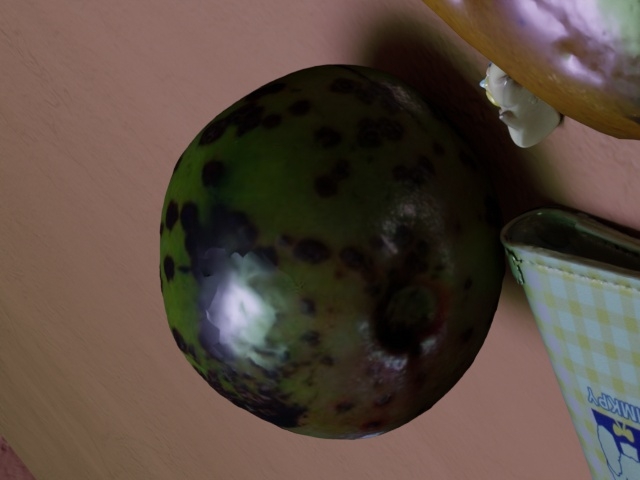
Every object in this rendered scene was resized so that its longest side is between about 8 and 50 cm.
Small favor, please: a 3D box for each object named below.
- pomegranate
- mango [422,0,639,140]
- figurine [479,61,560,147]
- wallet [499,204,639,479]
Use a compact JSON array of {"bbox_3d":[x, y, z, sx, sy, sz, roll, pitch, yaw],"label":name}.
[{"bbox_3d":[0.003,-0.015,1.213,0.306,0.242,0.242,-100,-9,-57],"label":"pomegranate"},{"bbox_3d":[0.108,-0.167,0.819,0.287,0.152,0.201,48,149,12],"label":"mango"},{"bbox_3d":[0.115,-0.096,1.061,0.050,0.047,0.083,59,171,31],"label":"figurine"},{"bbox_3d":[0.232,0.137,1.122,0.223,0.077,0.309,26,144,57],"label":"wallet"}]
